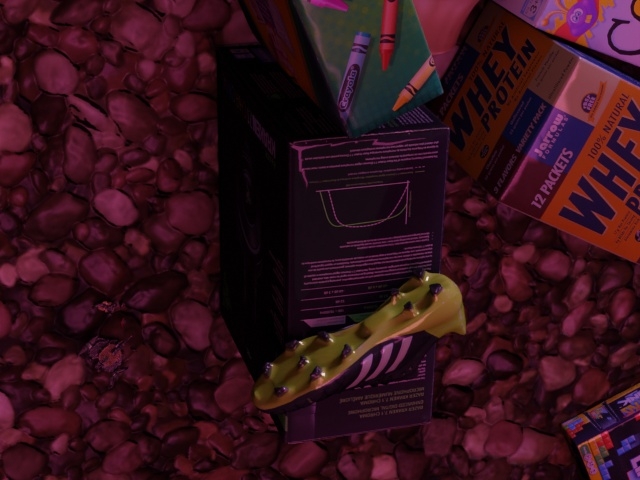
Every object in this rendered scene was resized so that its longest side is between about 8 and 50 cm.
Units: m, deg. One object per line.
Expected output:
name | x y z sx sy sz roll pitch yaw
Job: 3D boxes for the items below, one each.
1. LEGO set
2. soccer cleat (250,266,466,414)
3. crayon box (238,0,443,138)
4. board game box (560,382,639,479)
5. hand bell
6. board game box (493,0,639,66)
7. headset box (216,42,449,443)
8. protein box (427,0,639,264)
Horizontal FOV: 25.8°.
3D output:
LEGO set | -0.197 0.094 1.293 0.054 0.023 0.083 15 96 -25
soccer cleat | 0.033 0.090 1.060 0.179 0.060 0.072 -30 128 -4
crayon box | -0.013 -0.206 1.061 0.081 0.278 0.165 -27 119 -5
board game box | 0.354 0.241 1.519 0.141 0.048 0.170 -27 119 -3
hand bell | 0.075 -0.144 1.234 0.126 0.126 0.242 1 125 -18
board game box | 0.298 -0.227 1.226 0.275 0.142 0.144 15 109 -24
headset box | 0.000 0.000 1.182 0.131 0.246 0.283 -7 117 -15
protein box | 0.230 -0.092 1.237 0.201 0.200 0.136 22 105 -25
